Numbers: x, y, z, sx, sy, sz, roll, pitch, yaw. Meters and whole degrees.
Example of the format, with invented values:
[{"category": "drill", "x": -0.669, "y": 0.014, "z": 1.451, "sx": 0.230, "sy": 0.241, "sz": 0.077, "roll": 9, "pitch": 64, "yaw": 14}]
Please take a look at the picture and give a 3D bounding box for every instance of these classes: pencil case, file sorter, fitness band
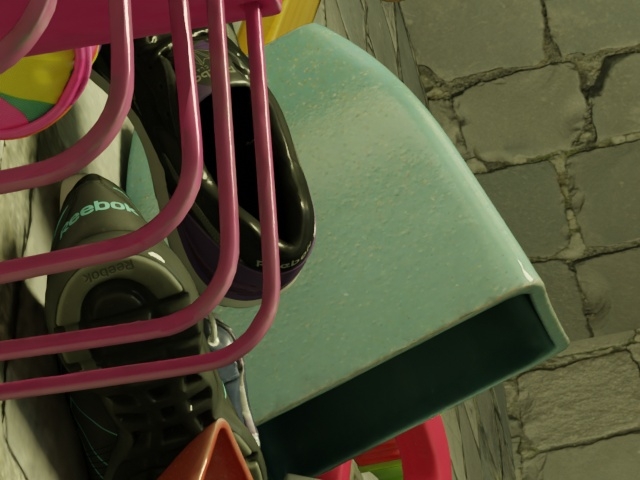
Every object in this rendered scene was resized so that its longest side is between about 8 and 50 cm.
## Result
[{"category": "pencil case", "x": -0.152, "y": -0.138, "z": 1.029, "sx": 0.236, "sy": 0.104, "sz": 0.104, "roll": -88, "pitch": 164, "yaw": -64}, {"category": "file sorter", "x": -0.139, "y": -0.064, "z": 0.687, "sx": 0.290, "sy": 0.202, "sz": 0.182, "roll": 58, "pitch": 26, "yaw": -66}, {"category": "fitness band", "x": 0.046, "y": 0.217, "z": 1.695, "sx": 0.291, "sy": 0.054, "sz": 0.209, "roll": 72, "pitch": 34, "yaw": -44}]

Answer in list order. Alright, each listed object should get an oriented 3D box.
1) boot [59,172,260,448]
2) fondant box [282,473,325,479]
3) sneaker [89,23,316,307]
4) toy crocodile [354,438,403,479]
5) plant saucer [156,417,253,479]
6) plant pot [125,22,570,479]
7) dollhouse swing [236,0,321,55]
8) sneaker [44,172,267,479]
[{"category": "boot", "x": -0.094, "y": 0.046, "z": 1.172, "sx": 0.069, "sy": 0.086, "sz": 0.190, "roll": -59, "pitch": 137, "yaw": -77}, {"category": "fondant box", "x": 0.095, "y": 0.321, "z": 1.337, "sx": 0.096, "sy": 0.238, "sz": 0.330, "roll": -60, "pitch": -150, "yaw": 28}, {"category": "sneaker", "x": -0.075, "y": -0.104, "z": 1.159, "sx": 0.283, "sy": 0.107, "sz": 0.124, "roll": 61, "pitch": -17, "yaw": 6}, {"category": "toy crocodile", "x": 0.034, "y": 0.128, "z": 1.794, "sx": 0.340, "sy": 0.115, "sz": 0.105, "roll": 66, "pitch": 19, "yaw": -46}, {"category": "plant saucer", "x": -0.066, "y": 0.272, "z": 1.050, "sx": 0.258, "sy": 0.048, "sz": 0.259, "roll": -74, "pitch": 153, "yaw": -42}, {"category": "plant pot", "x": 0.000, "y": 0.000, "z": 1.367, "sx": 0.252, "sy": 0.247, "sz": 0.248, "roll": 65, "pitch": 5, "yaw": 17}, {"category": "dollhouse swing", "x": -0.106, "y": -0.265, "z": 1.589, "sx": 0.315, "sy": 0.305, "sz": 0.347, "roll": 36, "pitch": 15, "yaw": -3}, {"category": "sneaker", "x": -0.094, "y": 0.081, "z": 1.096, "sx": 0.106, "sy": 0.101, "sz": 0.267, "roll": -116, "pitch": -165, "yaw": -51}]
